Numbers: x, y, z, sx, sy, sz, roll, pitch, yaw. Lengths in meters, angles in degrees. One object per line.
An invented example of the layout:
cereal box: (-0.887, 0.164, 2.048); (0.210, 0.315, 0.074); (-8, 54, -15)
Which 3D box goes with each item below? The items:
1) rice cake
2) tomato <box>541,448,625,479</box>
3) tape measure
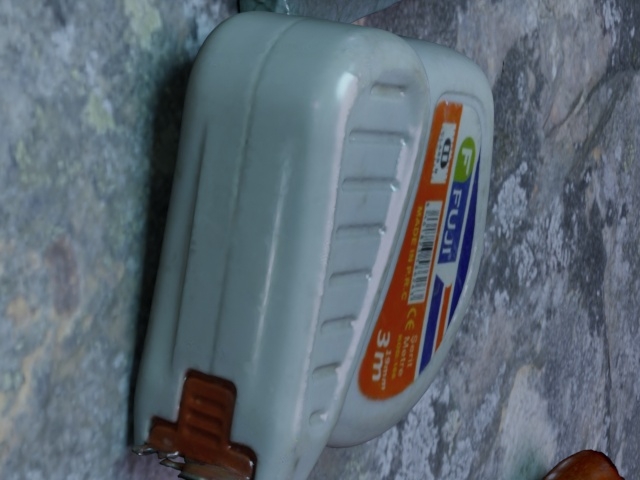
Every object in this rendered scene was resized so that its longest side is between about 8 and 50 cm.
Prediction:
rice cake: (0.027, -0.177, 0.913); (0.245, 0.042, 0.045); (-32, 125, -53)
tomato: (0.247, 0.318, 1.211); (0.139, 0.233, 0.200); (-23, 128, -6)
tape measure: (0.000, 0.000, 0.808); (0.265, 0.130, 0.258); (-4, 104, -60)
